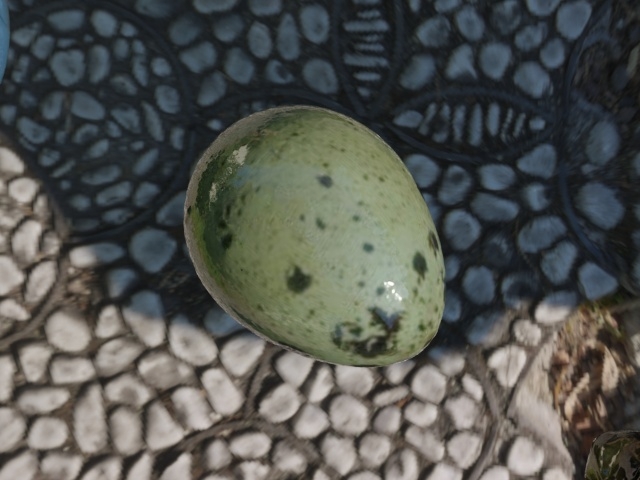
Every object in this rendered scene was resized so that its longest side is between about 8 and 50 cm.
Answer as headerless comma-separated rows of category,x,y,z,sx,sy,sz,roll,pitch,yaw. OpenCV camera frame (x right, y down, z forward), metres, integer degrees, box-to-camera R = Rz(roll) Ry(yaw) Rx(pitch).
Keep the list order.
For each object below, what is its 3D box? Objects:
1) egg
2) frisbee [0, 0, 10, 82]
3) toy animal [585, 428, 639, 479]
egg,0.000,0.000,0.933,0.228,0.177,0.177,43,99,21
frisbee,-0.403,-0.183,1.022,0.289,0.049,0.289,2,83,-15
toy animal,0.111,0.141,0.409,0.186,0.094,0.214,-10,96,45
